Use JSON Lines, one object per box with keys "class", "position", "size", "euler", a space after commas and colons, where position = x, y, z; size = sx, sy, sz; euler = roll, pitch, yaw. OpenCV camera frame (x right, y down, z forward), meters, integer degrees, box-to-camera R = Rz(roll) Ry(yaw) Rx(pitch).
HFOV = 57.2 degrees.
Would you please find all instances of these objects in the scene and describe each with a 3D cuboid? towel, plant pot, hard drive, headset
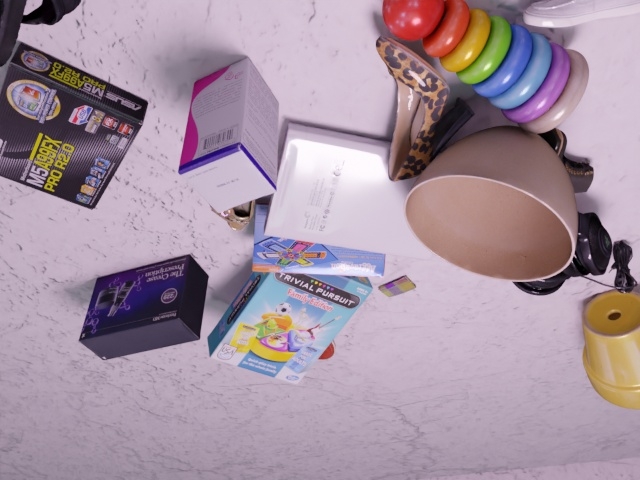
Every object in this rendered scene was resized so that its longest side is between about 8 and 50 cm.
{"class": "towel", "position": [0.195, 0.118, 1.481], "size": [0.083, 0.009, 0.060], "euler": [-26, 136, 28]}
{"class": "plant pot", "position": [0.311, -0.086, 1.017], "size": [0.284, 0.191, 0.284], "euler": [22, 153, 12]}
{"class": "hard drive", "position": [0.084, -0.087, 1.148], "size": [0.353, 0.047, 0.233], "euler": [9, 123, -12]}
{"class": "headset", "position": [0.524, 0.011, 1.272], "size": [0.394, 0.185, 0.243], "euler": [24, 152, -14]}
{"class": "plant pot", "position": [0.793, 0.263, 1.517], "size": [0.254, 0.254, 0.239], "euler": [-23, 121, 24]}

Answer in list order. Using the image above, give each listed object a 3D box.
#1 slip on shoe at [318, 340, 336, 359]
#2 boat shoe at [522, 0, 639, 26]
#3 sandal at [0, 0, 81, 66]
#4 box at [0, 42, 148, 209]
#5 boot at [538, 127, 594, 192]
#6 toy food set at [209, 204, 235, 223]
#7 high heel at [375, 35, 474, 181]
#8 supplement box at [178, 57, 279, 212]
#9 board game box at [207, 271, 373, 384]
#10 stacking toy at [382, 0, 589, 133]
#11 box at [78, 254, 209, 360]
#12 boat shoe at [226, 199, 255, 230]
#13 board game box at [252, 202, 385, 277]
{"class": "slip on shoe", "position": [-0.082, 0.261, 1.577], "size": [0.123, 0.101, 0.331], "euler": [-29, 135, 28]}
{"class": "boat shoe", "position": [0.391, -0.357, 0.858], "size": [0.184, 0.066, 0.063], "euler": [-5, 127, 8]}
{"class": "sandal", "position": [-0.338, -0.376, 0.738], "size": [0.107, 0.168, 0.446], "euler": [8, 144, -40]}
{"class": "box", "position": [-0.460, -0.186, 1.040], "size": [0.216, 0.060, 0.270], "euler": [23, 135, -28]}
{"class": "boot", "position": [0.470, -0.150, 1.119], "size": [0.137, 0.077, 0.198], "euler": [-7, 154, -1]}
{"class": "toy food set", "position": [-0.202, -0.086, 1.180], "size": [0.078, 0.019, 0.122], "euler": [34, 139, 18]}
{"class": "high heel", "position": [0.129, -0.205, 0.975], "size": [0.186, 0.093, 0.261], "euler": [-47, 134, 15]}
{"class": "supplement box", "position": [-0.140, -0.171, 0.943], "size": [0.111, 0.220, 0.114], "euler": [-18, 140, 20]}
{"class": "board game box", "position": [-0.075, 0.175, 1.398], "size": [0.253, 0.079, 0.336], "euler": [24, 114, -29]}
{"class": "stacking toy", "position": [0.239, -0.289, 0.887], "size": [0.330, 0.141, 0.141], "euler": [22, 136, -21]}
{"class": "box", "position": [-0.407, 0.157, 1.370], "size": [0.261, 0.184, 0.103], "euler": [-14, 140, 14]}
{"class": "boat shoe", "position": [-0.163, -0.066, 1.208], "size": [0.056, 0.048, 0.153], "euler": [14, 139, -18]}
{"class": "board game box", "position": [0.000, 0.000, 1.242], "size": [0.281, 0.145, 0.027], "euler": [3, -174, -6]}
